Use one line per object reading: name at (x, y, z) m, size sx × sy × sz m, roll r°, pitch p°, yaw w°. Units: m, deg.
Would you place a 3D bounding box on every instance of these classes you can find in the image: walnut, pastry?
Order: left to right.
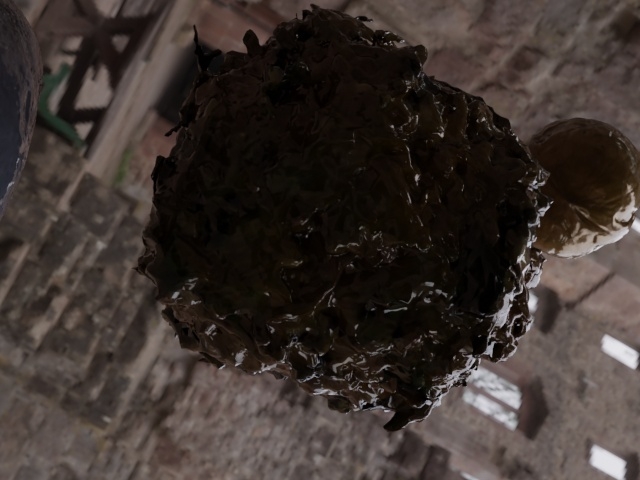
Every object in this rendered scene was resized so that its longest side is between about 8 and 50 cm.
pastry at (0.000, 0.000, 0.610) m, size 0.193 × 0.275 × 0.275 m, roll -24°, pitch 156°, yaw -51°
walnut at (0.350, -0.072, 1.423) m, size 0.195 × 0.195 × 0.221 m, roll -57°, pitch 174°, yaw 23°

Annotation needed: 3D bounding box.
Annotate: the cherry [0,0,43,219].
cherry at (-0.205, -0.060, 0.480) m, size 0.176 × 0.139 × 0.176 m, roll -163°, pitch -90°, yaw -88°
